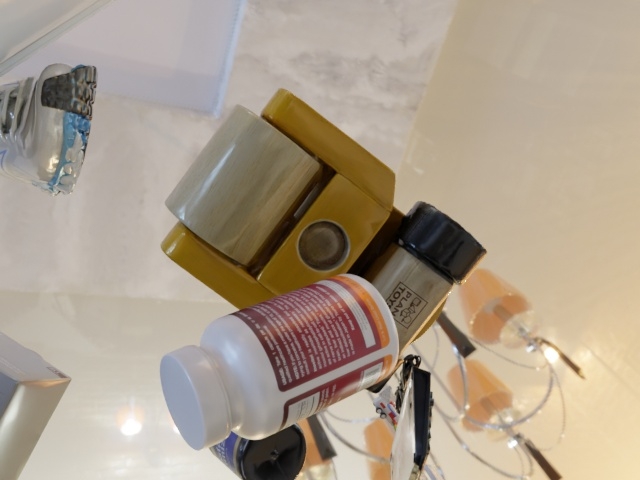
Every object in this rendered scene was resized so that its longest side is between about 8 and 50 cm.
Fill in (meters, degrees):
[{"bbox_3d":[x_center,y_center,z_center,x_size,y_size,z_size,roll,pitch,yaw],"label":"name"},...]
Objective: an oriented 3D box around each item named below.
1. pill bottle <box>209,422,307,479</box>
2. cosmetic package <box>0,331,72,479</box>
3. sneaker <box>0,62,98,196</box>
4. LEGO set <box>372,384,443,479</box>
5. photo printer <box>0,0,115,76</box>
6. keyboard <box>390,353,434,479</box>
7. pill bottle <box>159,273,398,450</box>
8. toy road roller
[{"bbox_3d":[-0.123,0.333,1.097,0.123,0.219,0.122,-1,-88,-30],"label":"pill bottle"},{"bbox_3d":[-0.399,0.226,0.706,0.237,0.127,0.107,-65,-16,-1],"label":"cosmetic package"},{"bbox_3d":[-0.190,-0.067,0.394,0.083,0.191,0.071,15,-102,-28],"label":"sneaker"},{"bbox_3d":[0.178,0.378,1.219,0.060,0.182,0.244,-37,-28,5],"label":"LEGO set"},{"bbox_3d":[-0.241,-0.219,0.379,0.256,0.307,0.107,32,-43,-1],"label":"photo printer"},{"bbox_3d":[0.121,0.259,0.873,0.033,0.201,0.317,3,-36,1],"label":"keyboard"},{"bbox_3d":[-0.027,0.082,0.444,0.152,0.086,0.086,-17,-54,-33],"label":"pill bottle"},{"bbox_3d":[0.000,0.000,0.743,0.330,0.240,0.202,37,-89,-10],"label":"toy road roller"}]
